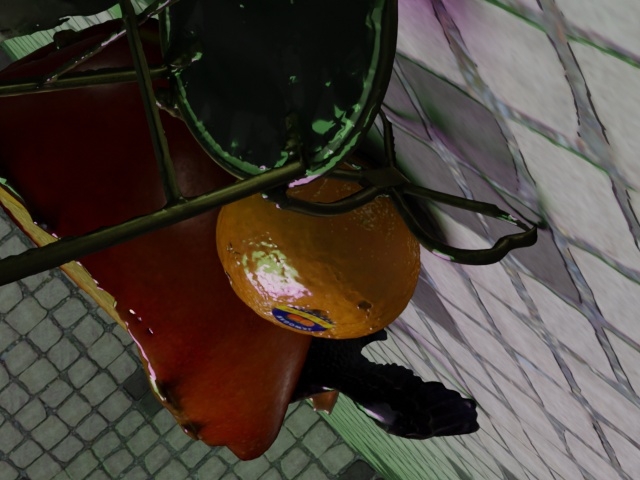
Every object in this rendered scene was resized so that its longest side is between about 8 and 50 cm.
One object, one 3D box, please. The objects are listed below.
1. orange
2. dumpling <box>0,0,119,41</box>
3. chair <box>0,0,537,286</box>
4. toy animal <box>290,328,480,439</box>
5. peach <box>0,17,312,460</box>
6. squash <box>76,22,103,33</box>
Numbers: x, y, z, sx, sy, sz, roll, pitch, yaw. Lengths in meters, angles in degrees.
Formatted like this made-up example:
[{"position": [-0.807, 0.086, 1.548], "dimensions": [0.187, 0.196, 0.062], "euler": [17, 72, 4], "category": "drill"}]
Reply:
[{"position": [-0.001, -0.001, 0.862], "dimensions": [0.135, 0.118, 0.135], "euler": [6, 157, 2], "category": "orange"}, {"position": [-0.281, -0.243, 1.057], "dimensions": [0.293, 0.204, 0.163], "euler": [44, 155, 45], "category": "dumpling"}, {"position": [-0.027, -0.084, 0.567], "dimensions": [0.325, 0.170, 0.160], "euler": [-9, -143, -45], "category": "chair"}, {"position": [0.003, 0.130, 1.263], "dimensions": [0.272, 0.197, 0.160], "euler": [42, 174, 9], "category": "toy animal"}, {"position": [-0.100, -0.015, 1.003], "dimensions": [0.362, 0.201, 0.257], "euler": [54, 169, -14], "category": "peach"}, {"position": [-0.184, -0.110, 1.202], "dimensions": [0.170, 0.170, 0.123], "euler": [44, 159, 29], "category": "squash"}]
